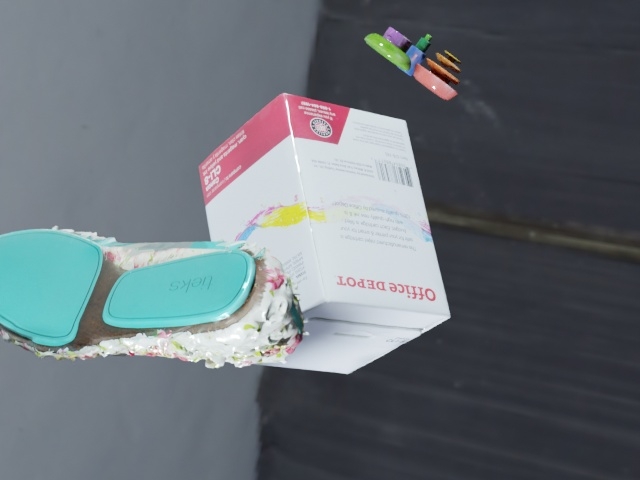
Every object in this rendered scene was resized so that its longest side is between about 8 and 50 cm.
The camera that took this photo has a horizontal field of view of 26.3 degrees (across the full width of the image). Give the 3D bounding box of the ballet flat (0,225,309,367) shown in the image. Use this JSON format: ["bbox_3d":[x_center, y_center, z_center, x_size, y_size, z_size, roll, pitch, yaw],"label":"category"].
[{"bbox_3d":[-0.111,0.043,0.817,0.077,0.241,0.091,46,58,-46],"label":"ballet flat"}]

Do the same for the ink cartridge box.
[{"bbox_3d":[0.000,0.000,1.069,0.128,0.127,0.176,10,58,-38],"label":"ink cartridge box"}]

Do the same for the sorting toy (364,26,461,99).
[{"bbox_3d":[0.092,-0.175,1.285,0.042,0.102,0.061,-54,-171,6],"label":"sorting toy"}]
